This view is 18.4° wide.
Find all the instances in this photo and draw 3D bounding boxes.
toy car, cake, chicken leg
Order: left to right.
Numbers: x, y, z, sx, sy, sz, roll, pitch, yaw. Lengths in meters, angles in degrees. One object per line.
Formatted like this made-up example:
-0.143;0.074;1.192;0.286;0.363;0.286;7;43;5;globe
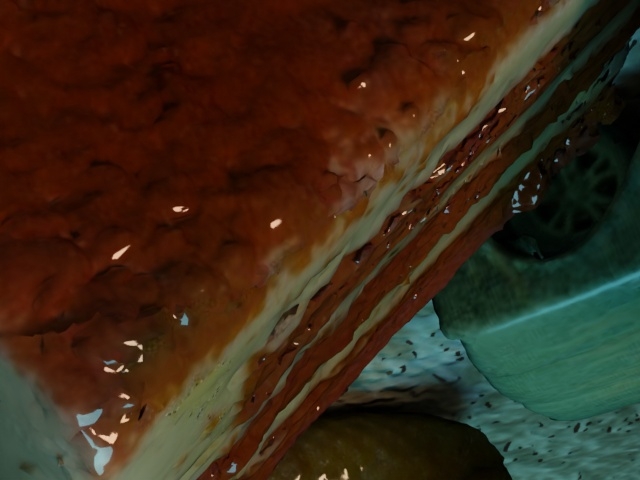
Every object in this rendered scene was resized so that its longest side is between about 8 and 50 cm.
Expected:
-0.027;0.108;0.810;0.252;0.087;0.107;10;124;-33;chicken leg
0.000;0.000;0.487;0.262;0.159;0.158;-11;152;-16;cake
0.193;-0.020;0.635;0.321;0.097;0.141;-24;154;16;toy car
